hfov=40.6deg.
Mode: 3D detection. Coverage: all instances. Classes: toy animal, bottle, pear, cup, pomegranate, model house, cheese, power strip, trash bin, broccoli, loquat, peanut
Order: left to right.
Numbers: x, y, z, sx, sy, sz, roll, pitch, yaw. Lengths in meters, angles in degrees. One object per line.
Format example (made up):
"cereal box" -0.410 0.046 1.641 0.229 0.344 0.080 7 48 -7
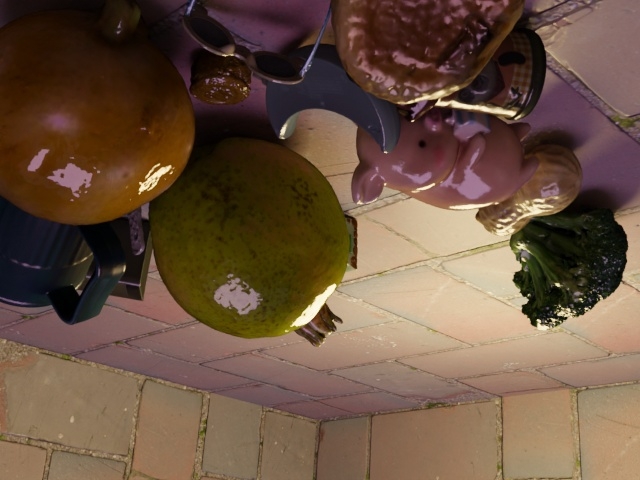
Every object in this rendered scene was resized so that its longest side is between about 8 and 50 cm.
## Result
"cup" -0.473 -0.036 1.468 0.242 0.308 0.292 11 140 -27
"loquat" -0.332 -0.194 1.233 0.328 0.328 0.359 16 127 -27
"trash bin" -0.514 0.030 1.984 0.240 0.164 0.122 9 157 -5
"cheese" -0.334 -0.097 1.525 0.054 0.251 0.127 1 162 -34
"pear" -0.142 -0.016 1.579 0.391 0.391 0.391 3 158 1
"pomegranate" -0.081 0.116 1.973 0.222 0.276 0.204 -24 -176 -44
"model house" 0.000 0.000 1.864 0.100 0.127 0.149 -16 154 39
"power strip" 0.001 -0.220 1.325 0.253 0.054 0.167 14 132 33
"toy animal" 0.191 -0.143 1.407 0.256 0.195 0.213 23 143 -33
"bottle" 0.168 -0.240 1.218 0.271 0.156 0.143 4 166 -12
"peanut" 0.382 -0.087 1.605 0.136 0.120 0.298 16 158 -16
"broccoli" 0.499 0.039 1.771 0.245 0.265 0.294 27 132 11

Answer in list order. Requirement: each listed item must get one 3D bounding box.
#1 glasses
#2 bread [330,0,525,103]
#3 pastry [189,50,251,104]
"glasses" -0.079 -0.304 1.144 0.190 0.088 0.220 27 151 -9
"bread" 0.127 -0.292 1.059 0.244 0.134 0.244 -1 118 -2
"pastry" -0.157 -0.256 1.365 0.097 0.057 0.109 12 159 -31
